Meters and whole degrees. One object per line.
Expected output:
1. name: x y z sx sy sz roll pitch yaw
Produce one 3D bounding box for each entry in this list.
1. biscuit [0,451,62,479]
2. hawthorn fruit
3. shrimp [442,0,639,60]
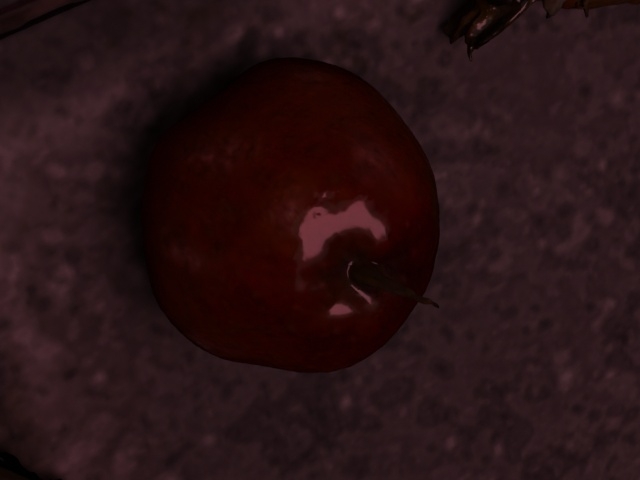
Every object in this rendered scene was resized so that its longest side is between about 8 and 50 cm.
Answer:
1. biscuit: -0.163 0.123 0.783 0.322 0.038 0.099 32 92 -36
2. hawthorn fruit: -0.012 -0.005 0.780 0.125 0.140 0.125 1 115 3
3. shrimp: 0.125 -0.137 0.869 0.180 0.041 0.099 -39 138 -15
